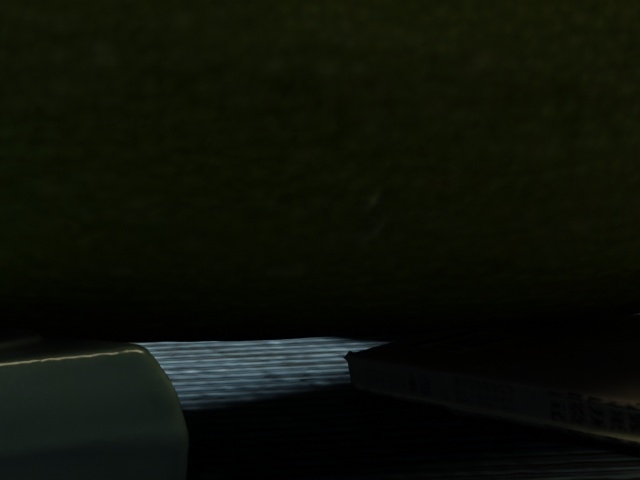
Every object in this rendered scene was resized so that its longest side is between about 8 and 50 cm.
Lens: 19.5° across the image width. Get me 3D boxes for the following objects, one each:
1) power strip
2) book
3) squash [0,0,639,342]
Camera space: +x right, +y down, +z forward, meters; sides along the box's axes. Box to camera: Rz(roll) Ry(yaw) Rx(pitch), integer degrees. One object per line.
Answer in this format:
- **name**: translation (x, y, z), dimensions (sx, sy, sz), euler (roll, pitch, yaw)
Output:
- **power strip**: translation (-0.119, 0.052, 0.353), dimensions (0.137, 0.044, 0.216), euler (-1, 9, 28)
- **book**: translation (0.110, 0.032, 0.477), dimensions (0.127, 0.014, 0.181), euler (-11, 10, -39)
- **squash**: translation (-0.008, -0.065, 0.477), dimensions (0.260, 0.189, 0.189), euler (-4, 8, -22)
